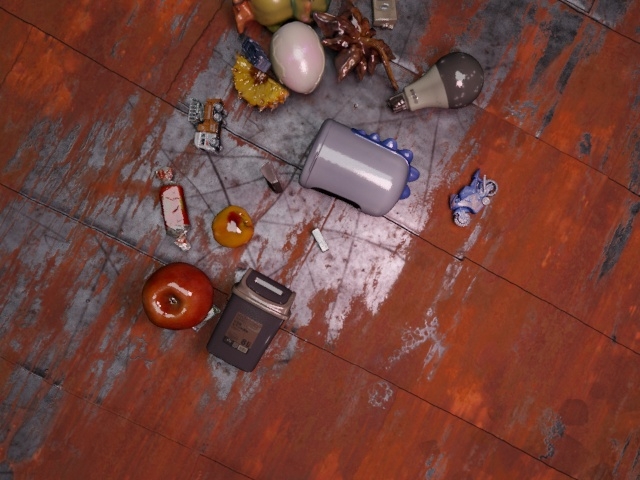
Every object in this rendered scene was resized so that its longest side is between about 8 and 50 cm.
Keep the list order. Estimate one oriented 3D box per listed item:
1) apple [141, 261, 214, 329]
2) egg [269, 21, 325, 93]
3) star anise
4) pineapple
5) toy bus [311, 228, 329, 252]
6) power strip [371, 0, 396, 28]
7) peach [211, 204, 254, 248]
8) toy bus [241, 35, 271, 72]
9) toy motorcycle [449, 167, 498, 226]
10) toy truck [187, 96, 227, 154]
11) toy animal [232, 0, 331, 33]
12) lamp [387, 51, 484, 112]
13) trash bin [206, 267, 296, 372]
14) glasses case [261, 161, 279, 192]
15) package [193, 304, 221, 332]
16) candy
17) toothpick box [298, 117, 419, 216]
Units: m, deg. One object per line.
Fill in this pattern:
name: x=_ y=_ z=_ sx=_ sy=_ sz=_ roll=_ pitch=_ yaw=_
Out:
apple: x=-0.450 y=0.176 z=1.601 sx=0.218 sy=0.201 sz=0.218 roll=-1 pitch=96 yaw=-5
egg: x=-0.070 y=-0.589 z=1.656 sx=0.183 sy=0.183 sz=0.217 roll=-26 pitch=88 yaw=-4
star anise: x=0.130 y=-0.652 z=1.681 sx=0.292 sy=0.109 sz=0.350 roll=-20 pitch=92 yaw=-24
pineapple: x=-0.222 y=-0.504 z=1.678 sx=0.233 sy=0.079 sz=0.135 roll=45 pitch=113 yaw=13
toy bus: x=0.000 y=0.000 z=1.713 sx=0.031 sy=0.037 sz=0.083 roll=-28 pitch=91 yaw=-4
power strip: x=0.214 y=-0.880 z=1.753 sx=0.080 sy=0.048 sz=0.286 roll=-4 pitch=87 yaw=-5
peach: x=-0.291 y=-0.042 z=1.654 sx=0.138 sy=0.138 sz=0.138 roll=0 pitch=88 yaw=-4
toy bus: x=-0.213 y=-0.614 z=1.666 sx=0.065 sy=0.166 sz=0.047 roll=23 pitch=118 yaw=-40
toy motorcycle: x=0.516 y=-0.146 z=1.738 sx=0.114 sy=0.076 sz=0.205 roll=43 pitch=85 yaw=6
toy truck: x=-0.379 y=-0.381 z=1.681 sx=0.115 sy=0.080 sz=0.178 roll=5 pitch=87 yaw=2
toy animal: x=-0.132 y=-0.811 z=1.657 sx=0.338 sy=0.216 sz=0.191 roll=-11 pitch=62 yaw=-5
lamp: x=0.398 y=-0.496 z=1.700 sx=0.313 sy=0.182 sz=0.182 roll=-35 pitch=91 yaw=10
trash bin: x=-0.221 y=0.253 z=1.625 sx=0.209 sy=0.182 sz=0.290 roll=29 pitch=92 yaw=-3
glasses case: x=-0.155 y=-0.198 z=1.634 sx=0.042 sy=0.190 sz=0.072 roll=-30 pitch=86 yaw=-3
package: x=-0.386 y=0.261 z=1.691 sx=0.110 sy=0.015 sz=0.037 roll=-40 pitch=96 yaw=-3
candy: x=-0.486 y=-0.104 z=1.675 sx=0.086 sy=0.059 sz=0.292 roll=-10 pitch=89 yaw=-7
toothpick box: x=0.135 y=-0.228 z=1.626 sx=0.354 sy=0.263 sz=0.263 roll=24 pitch=87 yaw=-4
